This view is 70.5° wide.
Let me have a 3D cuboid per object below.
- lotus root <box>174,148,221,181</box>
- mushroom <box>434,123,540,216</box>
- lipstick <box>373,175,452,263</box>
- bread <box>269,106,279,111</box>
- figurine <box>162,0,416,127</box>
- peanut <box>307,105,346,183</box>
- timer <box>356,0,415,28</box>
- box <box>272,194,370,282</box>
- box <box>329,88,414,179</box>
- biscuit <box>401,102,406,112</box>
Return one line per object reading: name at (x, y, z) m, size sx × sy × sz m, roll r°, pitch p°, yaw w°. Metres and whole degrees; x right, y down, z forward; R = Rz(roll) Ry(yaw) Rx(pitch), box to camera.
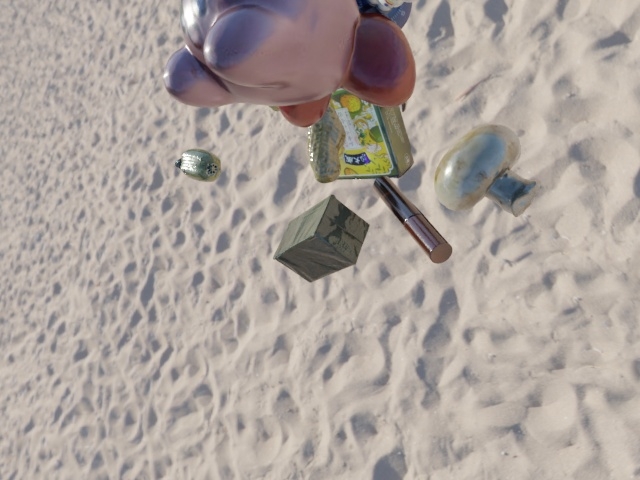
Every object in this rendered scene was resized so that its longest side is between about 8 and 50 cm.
lotus root at (-0.347, -0.216, 1.292) m, size 0.183 × 0.077 × 0.090 m, roll 15°, pitch 96°, yaw 42°
mushroom at (0.505, -0.185, 1.373) m, size 0.290 × 0.297 × 0.297 m, roll 45°, pitch 110°, yaw 14°
lipstick at (0.210, -0.064, 1.096) m, size 0.057 × 0.057 × 0.356 m, roll -52°, pitch 30°, yaw 17°
bread at (-0.078, -0.362, 0.950) m, size 0.128 × 0.088 × 0.232 m, roll -58°, pitch 36°, yaw 38°
figurine at (-0.051, -0.276, 0.580) m, size 0.270 × 0.262 × 0.211 m, roll 6°, pitch 96°, yaw 54°
peanut at (0.016, -0.265, 1.242) m, size 0.108 × 0.095 × 0.225 m, roll 0°, pitch 77°, yaw 7°
timer at (0.208, -0.749, 1.352) m, size 0.383 × 0.271 × 0.270 m, roll 24°, pitch 94°, yaw 66°
box at (0.000, 0.000, 1.302) m, size 0.231 × 0.149 × 0.155 m, roll -29°, pitch 32°, yaw 50°
box at (0.140, -0.451, 1.805) m, size 0.373 × 0.420 × 0.138 m, roll 5°, pitch 38°, yaw 43°
biscuit at (0.290, -0.516, 1.574) m, size 0.019 × 0.130 × 0.119 m, roll -1°, pitch 74°, yaw 13°
